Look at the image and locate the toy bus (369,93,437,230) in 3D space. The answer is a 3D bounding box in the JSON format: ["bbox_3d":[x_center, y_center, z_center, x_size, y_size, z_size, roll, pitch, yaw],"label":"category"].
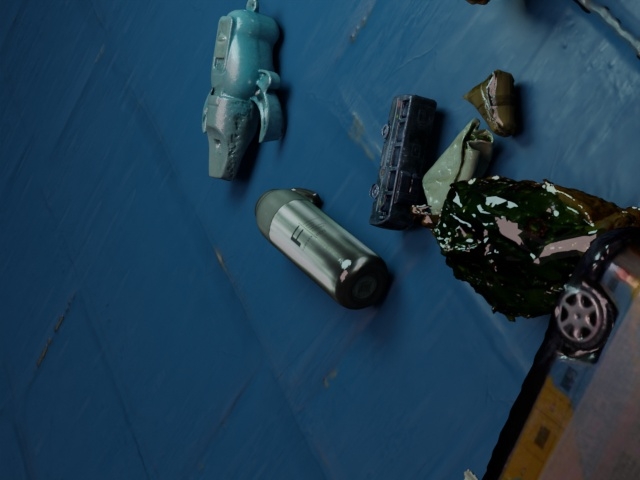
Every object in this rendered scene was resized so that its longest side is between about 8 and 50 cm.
[{"bbox_3d":[0.101,-0.095,1.452,0.065,0.047,0.166,-178,98,-67],"label":"toy bus"}]

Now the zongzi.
[{"bbox_3d":[0.191,-0.148,1.365,0.083,0.040,0.076,-24,61,52],"label":"zongzi"}]

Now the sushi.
[{"bbox_3d":[0.215,0.012,1.203,0.287,0.140,0.149,19,89,54],"label":"sushi"}]

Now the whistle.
[{"bbox_3d":[-0.123,-0.225,1.766,0.186,0.093,0.274,16,97,53],"label":"whistle"}]

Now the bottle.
[{"bbox_3d":[0.000,0.000,1.552,0.096,0.079,0.253,-39,39,-10],"label":"bottle"}]

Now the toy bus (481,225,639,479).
[{"bbox_3d":[0.266,0.192,1.037,0.162,0.171,0.386,43,122,44],"label":"toy bus"}]

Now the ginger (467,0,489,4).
[{"bbox_3d":[0.210,-0.448,1.313,0.256,0.176,0.375,16,95,49],"label":"ginger"}]

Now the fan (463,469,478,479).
[{"bbox_3d":[0.233,0.340,1.201,0.329,0.009,0.191,50,120,46],"label":"fan"}]

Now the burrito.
[{"bbox_3d":[0.163,-0.083,1.379,0.118,0.044,0.074,-50,36,36],"label":"burrito"}]
